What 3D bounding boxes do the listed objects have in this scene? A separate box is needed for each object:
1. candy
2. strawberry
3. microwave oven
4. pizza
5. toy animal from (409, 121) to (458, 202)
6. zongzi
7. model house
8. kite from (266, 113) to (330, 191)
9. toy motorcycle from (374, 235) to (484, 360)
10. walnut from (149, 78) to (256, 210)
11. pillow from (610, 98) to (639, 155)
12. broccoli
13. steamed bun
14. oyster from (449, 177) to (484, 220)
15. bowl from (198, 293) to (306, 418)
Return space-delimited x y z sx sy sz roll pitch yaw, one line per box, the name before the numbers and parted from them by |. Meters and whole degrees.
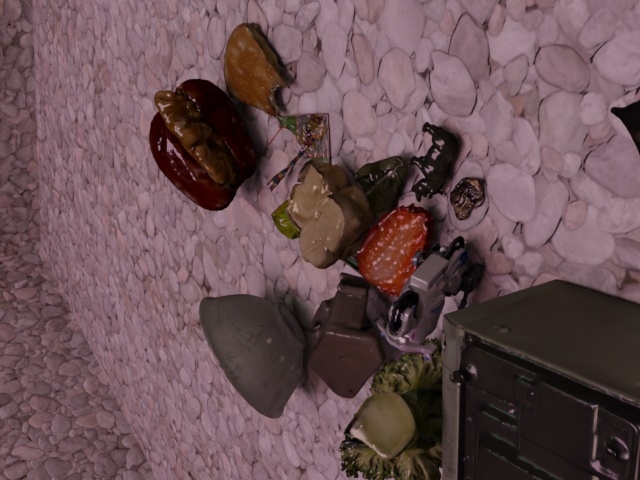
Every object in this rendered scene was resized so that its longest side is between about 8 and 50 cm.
candy | 0.002 0.000 1.379 0.262 0.073 0.077 35 149 35
strawberry | 0.140 0.011 1.166 0.121 0.082 0.188 43 129 10
microwave oven | 0.317 0.290 0.854 0.333 0.247 0.395 21 119 52
pizza | -0.132 -0.355 1.444 0.262 0.034 0.181 40 134 41
toy animal | 0.174 -0.115 1.081 0.065 0.047 0.136 39 128 30
zongzi | 0.122 -0.082 1.171 0.109 0.055 0.119 -13 104 55
model house | 0.049 0.168 1.304 0.229 0.122 0.188 112 168 -50
kite | -0.042 -0.168 1.384 0.198 0.006 0.244 54 134 14
toy motorcycle | 0.162 0.089 1.038 0.102 0.221 0.150 25 137 29
walnut | -0.256 -0.212 1.520 0.269 0.221 0.244 50 173 5
pillow | 0.395 -0.137 0.747 0.150 0.048 0.091 -37 63 59
broccoli | 0.144 0.264 1.052 0.361 0.251 0.221 95 152 -68
steamed bun | 0.022 -0.042 1.286 0.177 0.106 0.192 53 132 36
oyster | 0.221 -0.068 1.054 0.054 0.019 0.083 62 144 20
bowl | -0.120 0.220 1.526 0.313 0.146 0.313 54 -174 -8
